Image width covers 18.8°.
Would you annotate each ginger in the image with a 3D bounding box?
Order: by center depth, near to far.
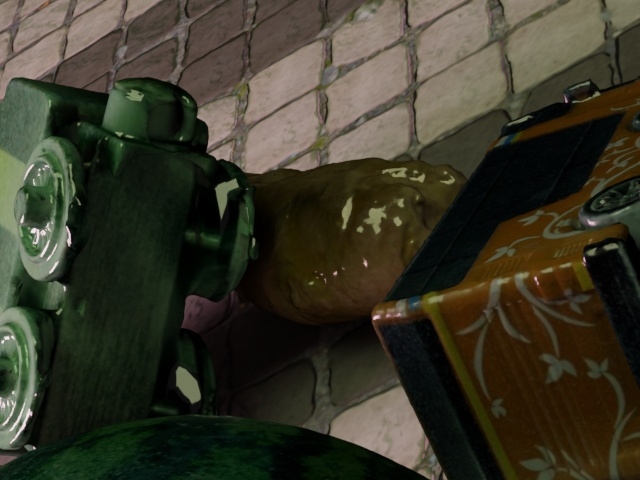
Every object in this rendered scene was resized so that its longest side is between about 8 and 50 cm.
[{"bbox_3d":[0.000,0.000,1.322,0.263,0.109,0.116,3,87,52],"label":"ginger"}]

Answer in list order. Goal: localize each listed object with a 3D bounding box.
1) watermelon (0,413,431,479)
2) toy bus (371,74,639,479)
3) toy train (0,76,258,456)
[{"bbox_3d":[-0.072,0.174,1.020,0.319,0.292,0.222,-57,3,39],"label":"watermelon"},{"bbox_3d":[0.150,0.016,1.025,0.167,0.138,0.275,-17,18,29],"label":"toy bus"},{"bbox_3d":[-0.163,0.029,1.319,0.238,0.167,0.299,25,103,59],"label":"toy train"}]
